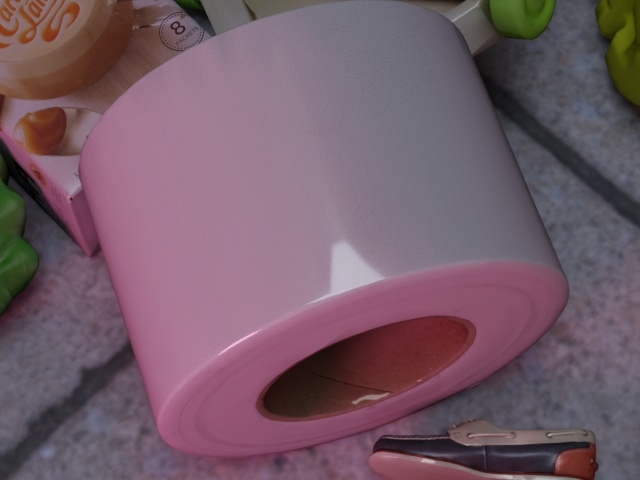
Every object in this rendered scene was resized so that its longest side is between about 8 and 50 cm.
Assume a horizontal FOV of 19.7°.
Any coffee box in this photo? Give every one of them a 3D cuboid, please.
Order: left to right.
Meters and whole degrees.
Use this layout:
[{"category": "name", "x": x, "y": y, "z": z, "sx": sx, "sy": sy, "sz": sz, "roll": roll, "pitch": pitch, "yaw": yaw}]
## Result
[{"category": "coffee box", "x": -0.183, "y": -0.131, "z": 1.198, "sx": 0.141, "sy": 0.098, "sz": 0.246, "roll": -42, "pitch": 72, "yaw": -14}]

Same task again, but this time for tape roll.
[{"category": "tape roll", "x": 0.000, "y": 0.000, "z": 1.057, "sx": 0.246, "sy": 0.246, "sz": 0.169, "roll": -18, "pitch": 67, "yaw": -5}]

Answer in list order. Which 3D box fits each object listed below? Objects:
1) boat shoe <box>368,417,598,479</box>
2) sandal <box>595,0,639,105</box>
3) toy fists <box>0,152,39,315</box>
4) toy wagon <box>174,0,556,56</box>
[{"category": "boat shoe", "x": 0.098, "y": 0.128, "z": 1.105, "sx": 0.137, "sy": 0.049, "sz": 0.043, "roll": 5, "pitch": 65, "yaw": 2}, {"category": "sandal", "x": 0.241, "y": -0.237, "z": 1.220, "sx": 0.138, "sy": 0.126, "sz": 0.317, "roll": -4, "pitch": 73, "yaw": -10}, {"category": "toy fists", "x": -0.293, "y": -0.048, "z": 1.174, "sx": 0.142, "sy": 0.096, "sz": 0.279, "roll": -44, "pitch": 73, "yaw": -4}, {"category": "toy wagon", "x": 0.059, "y": -0.247, "z": 1.209, "sx": 0.267, "sy": 0.068, "sz": 0.344, "roll": 10, "pitch": 65, "yaw": 33}]
